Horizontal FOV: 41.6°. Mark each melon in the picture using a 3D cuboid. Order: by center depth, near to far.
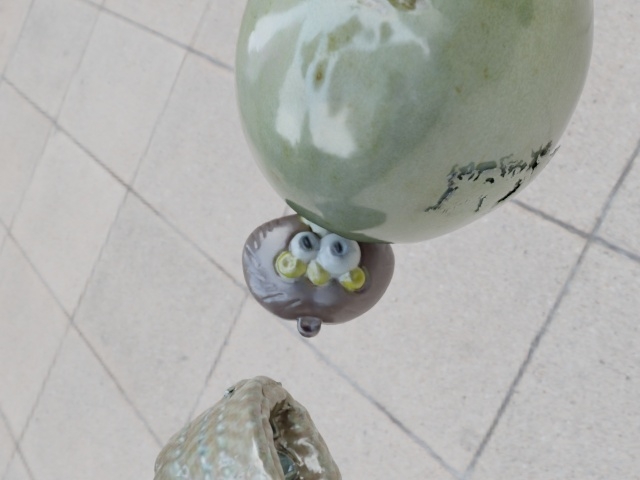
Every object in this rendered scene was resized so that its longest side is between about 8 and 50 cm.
[{"bbox_3d":[0.068,-0.134,0.672,0.330,0.268,0.268,-64,36,40],"label":"melon"}]

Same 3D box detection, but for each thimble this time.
[{"bbox_3d":[-0.070,0.261,0.872,0.148,0.196,0.229,-34,44,7],"label":"thimble"}]

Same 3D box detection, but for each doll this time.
[{"bbox_3d":[-0.009,-0.002,0.817,0.096,0.145,0.188,115,140,-69],"label":"doll"}]
